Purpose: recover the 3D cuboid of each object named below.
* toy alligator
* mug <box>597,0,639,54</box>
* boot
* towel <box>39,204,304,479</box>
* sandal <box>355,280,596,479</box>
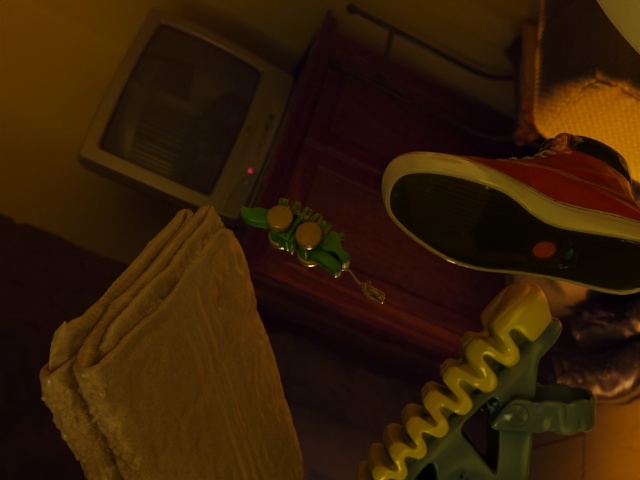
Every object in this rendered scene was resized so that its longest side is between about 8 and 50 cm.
[{"bbox_3d":[0.000,0.000,0.734,0.051,0.189,0.056,-54,-15,-22],"label":"toy alligator"},{"bbox_3d":[0.404,-0.331,0.536,0.328,0.276,0.374,-48,55,48],"label":"mug"},{"bbox_3d":[0.175,-0.055,0.613,0.176,0.244,0.088,-80,7,-49],"label":"boot"},{"bbox_3d":[-0.079,0.134,0.457,0.187,0.049,0.282,-60,-38,-57],"label":"towel"},{"bbox_3d":[0.137,0.196,0.629,0.317,0.138,0.126,-50,-4,9],"label":"sandal"}]
